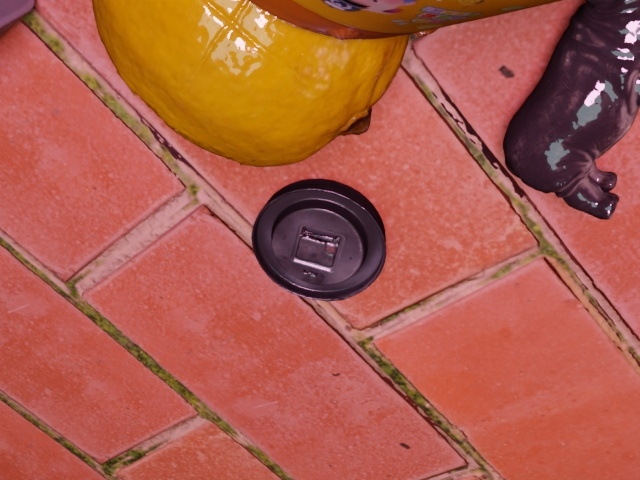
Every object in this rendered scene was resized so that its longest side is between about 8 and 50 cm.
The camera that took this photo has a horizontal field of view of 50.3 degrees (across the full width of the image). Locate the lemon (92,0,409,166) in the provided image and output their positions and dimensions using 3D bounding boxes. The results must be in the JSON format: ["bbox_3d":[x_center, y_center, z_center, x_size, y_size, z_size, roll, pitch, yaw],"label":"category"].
[{"bbox_3d":[-0.065,-0.220,0.640,0.297,0.297,0.297,6,126,8],"label":"lemon"}]

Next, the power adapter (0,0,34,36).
[{"bbox_3d":[-0.428,-0.254,0.753,0.255,0.187,0.124,-26,117,26],"label":"power adapter"}]

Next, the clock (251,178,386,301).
[{"bbox_3d":[0.000,0.000,0.928,0.185,0.040,0.184,6,125,8],"label":"clock"}]

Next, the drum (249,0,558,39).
[{"bbox_3d":[0.077,-0.345,0.421,0.214,0.431,0.431,8,137,54],"label":"drum"}]

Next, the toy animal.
[{"bbox_3d":[0.302,-0.194,0.689,0.168,0.106,0.343,16,120,10],"label":"toy animal"}]
